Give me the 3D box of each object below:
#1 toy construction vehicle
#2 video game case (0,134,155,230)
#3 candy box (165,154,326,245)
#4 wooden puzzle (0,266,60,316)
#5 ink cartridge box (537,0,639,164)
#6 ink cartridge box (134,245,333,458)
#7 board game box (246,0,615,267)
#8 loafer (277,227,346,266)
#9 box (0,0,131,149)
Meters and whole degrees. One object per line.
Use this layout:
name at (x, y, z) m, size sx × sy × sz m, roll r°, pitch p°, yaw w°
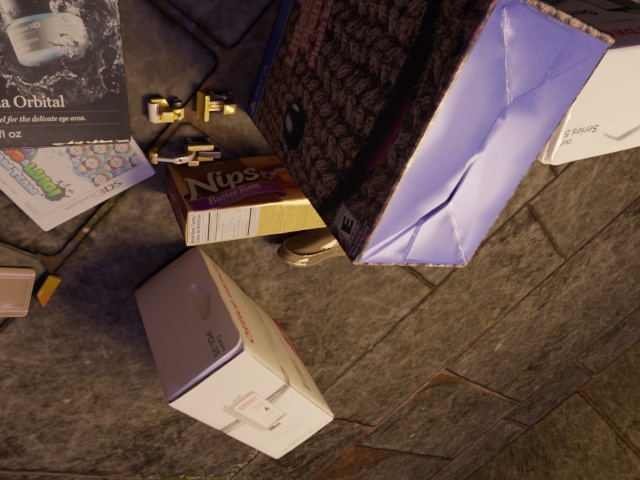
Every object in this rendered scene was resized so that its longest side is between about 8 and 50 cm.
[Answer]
toy construction vehicle at (-0.145, -0.127, 0.576) m, size 0.098 × 0.035 × 0.085 m, roll -7°, pitch 131°, yaw -28°
video game case at (-0.278, -0.097, 0.532) m, size 0.143 × 0.019 × 0.157 m, roll -29°, pitch 138°, yaw -6°
candy box at (-0.086, -0.056, 0.625) m, size 0.187 × 0.109 × 0.053 m, roll -8°, pitch 131°, yaw -26°
wooden puzzle at (-0.389, 0.062, 0.614) m, size 0.116 × 0.014 × 0.078 m, roll 13°, pitch 116°, yaw -40°
ink cartridge box at (0.245, -0.214, 0.566) m, size 0.199 × 0.273 × 0.114 m, roll -14°, pitch 134°, yaw -22°
ink cartridge box at (-0.121, 0.169, 0.736) m, size 0.117 × 0.207 × 0.283 m, roll -36°, pitch 138°, yaw -1°
board game box at (0.067, -0.152, 0.496) m, size 0.141 × 0.291 × 0.232 m, roll 3°, pitch 125°, yaw -33°
loafer at (0.000, 0.000, 0.775) m, size 0.148 × 0.056 × 0.050 m, roll -14°, pitch 134°, yaw -35°
box at (-0.245, -0.152, 0.388) m, size 0.156 × 0.093 × 0.158 m, roll -14°, pitch 112°, yaw -40°
